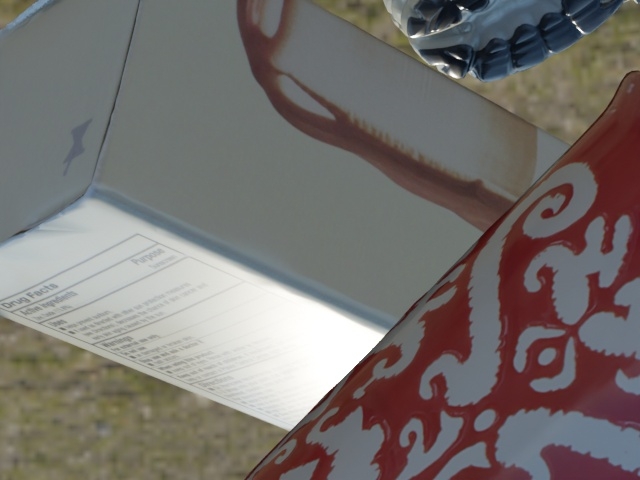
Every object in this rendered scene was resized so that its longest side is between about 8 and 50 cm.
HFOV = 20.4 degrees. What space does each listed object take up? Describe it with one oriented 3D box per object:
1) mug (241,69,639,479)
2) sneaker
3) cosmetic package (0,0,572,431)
[{"bbox_3d":[0.058,0.071,0.398,0.169,0.150,0.113,-42,155,4],"label":"mug"},{"bbox_3d":[0.152,-0.184,0.869,0.275,0.110,0.107,-22,140,10],"label":"sneaker"},{"bbox_3d":[0.000,0.000,0.780,0.296,0.129,0.153,26,152,-31],"label":"cosmetic package"}]
